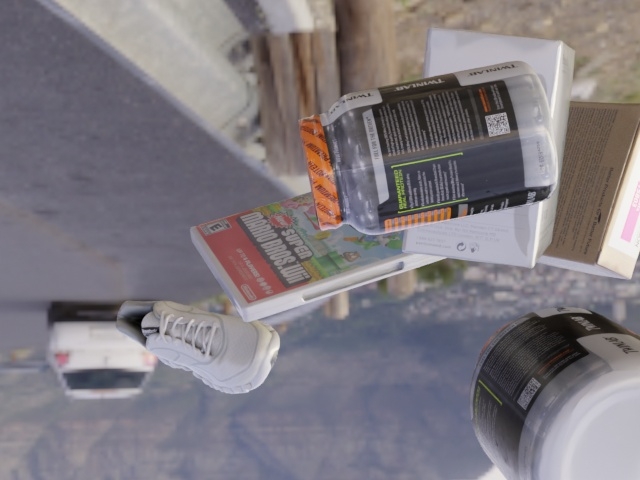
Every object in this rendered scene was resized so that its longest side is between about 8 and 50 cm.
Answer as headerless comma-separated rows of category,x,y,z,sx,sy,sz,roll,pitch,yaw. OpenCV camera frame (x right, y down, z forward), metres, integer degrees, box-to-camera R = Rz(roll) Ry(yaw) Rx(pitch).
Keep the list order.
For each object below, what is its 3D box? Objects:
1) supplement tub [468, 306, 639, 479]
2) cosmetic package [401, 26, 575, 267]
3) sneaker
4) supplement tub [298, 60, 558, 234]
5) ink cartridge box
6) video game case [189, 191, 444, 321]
supplement tub,0.254,0.172,1.143,0.193,0.194,0.316,0,-172,-6
cosmetic package,0.183,-0.101,1.251,0.138,0.225,0.224,7,-172,14
sneaker,-0.176,0.139,1.655,0.292,0.110,0.118,6,163,46
supplement tub,0.083,-0.070,0.949,0.190,0.117,0.117,-11,174,-1
ink cartridge box,0.378,-0.076,1.696,0.088,0.235,0.193,22,175,-37
video game case,0.000,0.000,1.510,0.285,0.025,0.204,-17,-145,-17
